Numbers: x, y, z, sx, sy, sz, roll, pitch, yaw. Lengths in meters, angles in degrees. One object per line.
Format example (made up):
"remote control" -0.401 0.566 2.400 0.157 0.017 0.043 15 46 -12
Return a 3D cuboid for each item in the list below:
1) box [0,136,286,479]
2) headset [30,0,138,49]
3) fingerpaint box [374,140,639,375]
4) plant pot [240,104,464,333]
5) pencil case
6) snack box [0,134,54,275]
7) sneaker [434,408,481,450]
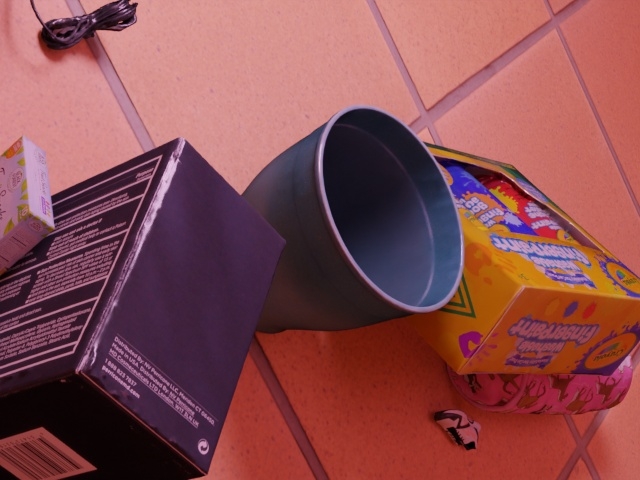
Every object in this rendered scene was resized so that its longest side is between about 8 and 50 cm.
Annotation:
"box" -0.224 0.094 1.286 0.183 0.296 0.294 45 43 -30
"headset" -0.309 -0.410 1.465 0.185 0.243 0.394 -22 124 -29
"fingerpaint box" 0.250 0.021 1.900 0.445 0.163 0.371 8 32 -50
"plant pot" 0.000 0.000 1.651 0.272 0.255 0.271 27 51 -40
"pencil case" 0.369 0.204 2.134 0.386 0.167 0.160 7 96 -52
"snack box" -0.325 -0.032 1.332 0.037 0.100 0.141 41 17 -37
"sneaker" 0.213 0.291 1.989 0.109 0.040 0.043 32 53 -41
